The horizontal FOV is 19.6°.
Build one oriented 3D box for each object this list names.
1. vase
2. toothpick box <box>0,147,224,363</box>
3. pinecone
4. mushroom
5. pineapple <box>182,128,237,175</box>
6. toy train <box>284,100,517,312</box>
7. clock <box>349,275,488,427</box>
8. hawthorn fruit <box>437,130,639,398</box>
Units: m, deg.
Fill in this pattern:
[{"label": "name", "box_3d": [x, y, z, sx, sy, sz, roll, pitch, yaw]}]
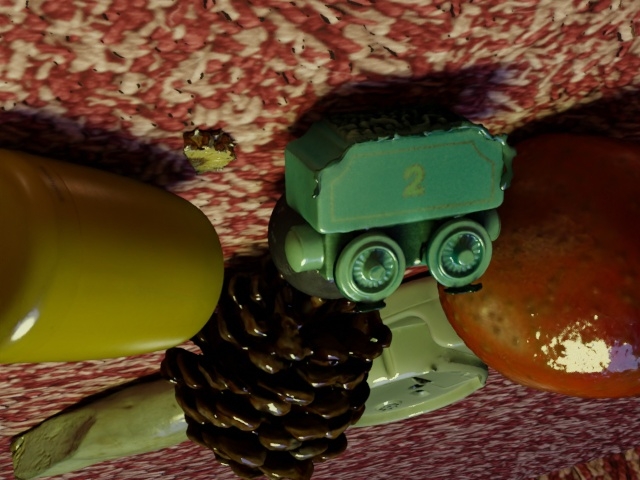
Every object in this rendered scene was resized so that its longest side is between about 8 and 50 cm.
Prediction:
[{"label": "vase", "box_3d": [0.000, 0.000, 1.797, 0.120, 0.120, 0.183, -11, 177, -13]}, {"label": "toothpick box", "box_3d": [-0.208, 0.020, 1.580, 0.175, 0.175, 0.271, -26, 161, 30]}, {"label": "pinecone", "box_3d": [-0.048, 0.130, 1.968, 0.224, 0.224, 0.272, -4, 134, -31]}, {"label": "mushroom", "box_3d": [-0.253, 0.231, 2.300, 0.333, 0.087, 0.107, -19, 162, 18]}, {"label": "pineapple", "box_3d": [-0.095, -0.078, 1.622, 0.045, 0.019, 0.083, -11, 163, 5]}, {"label": "toy train", "box_3d": [0.066, -0.036, 1.640, 0.203, 0.163, 0.112, -10, -159, -21]}, {"label": "clock", "box_3d": [0.095, 0.147, 2.283, 0.324, 0.108, 0.265, -24, 160, 25]}, {"label": "hawthorn fruit", "box_3d": [0.276, 0.030, 1.806, 0.299, 0.275, 0.275, 16, 174, 24]}]
